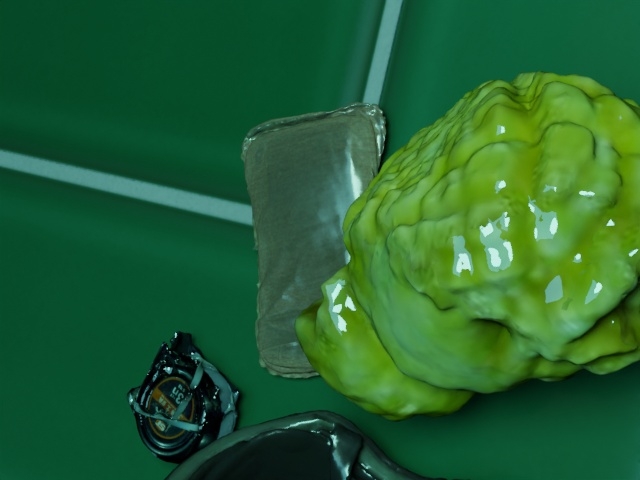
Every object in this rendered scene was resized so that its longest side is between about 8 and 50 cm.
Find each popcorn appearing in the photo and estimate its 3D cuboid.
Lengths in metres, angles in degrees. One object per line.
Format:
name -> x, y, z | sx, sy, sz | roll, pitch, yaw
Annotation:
popcorn -> 0.120, -0.006, 0.848 | 0.286, 0.173, 0.225 | -33, 21, 52

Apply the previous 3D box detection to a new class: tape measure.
tape measure -> -0.113, 0.136, 1.050 | 0.091, 0.054, 0.094 | -52, 55, 17

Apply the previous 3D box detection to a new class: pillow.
pillow -> -0.003, 0.001, 1.015 | 0.135, 0.034, 0.211 | -9, 80, 26

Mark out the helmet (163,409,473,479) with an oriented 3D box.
helmet -> 0.013, 0.267, 0.871 | 0.305, 0.225, 0.177 | 33, 129, 32
